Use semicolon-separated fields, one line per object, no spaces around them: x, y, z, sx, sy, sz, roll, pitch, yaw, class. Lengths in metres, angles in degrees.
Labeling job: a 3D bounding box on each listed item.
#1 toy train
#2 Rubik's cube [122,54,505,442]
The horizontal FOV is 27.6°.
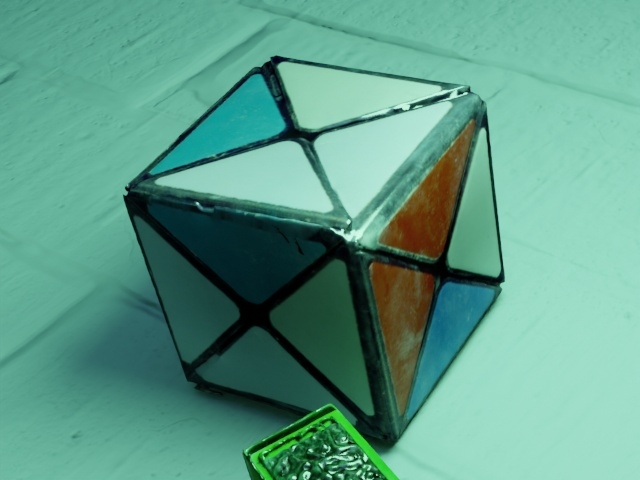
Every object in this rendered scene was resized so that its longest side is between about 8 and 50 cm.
0.032;0.280;1.193;0.132;0.188;0.243;-27;40;-16;toy train
0.000;0.000;1.459;0.310;0.307;0.305;14;46;31;Rubik's cube
